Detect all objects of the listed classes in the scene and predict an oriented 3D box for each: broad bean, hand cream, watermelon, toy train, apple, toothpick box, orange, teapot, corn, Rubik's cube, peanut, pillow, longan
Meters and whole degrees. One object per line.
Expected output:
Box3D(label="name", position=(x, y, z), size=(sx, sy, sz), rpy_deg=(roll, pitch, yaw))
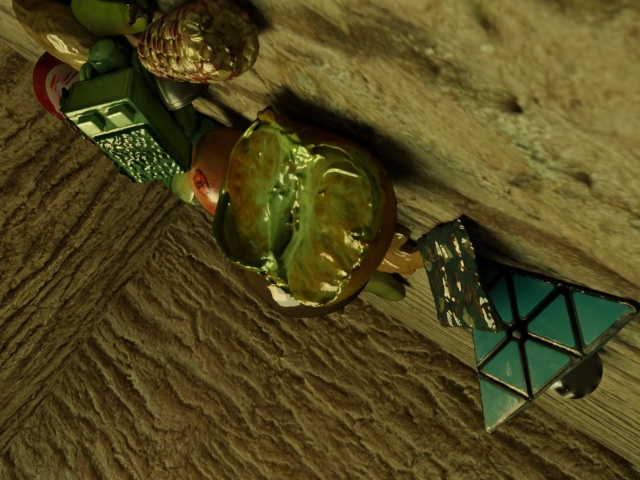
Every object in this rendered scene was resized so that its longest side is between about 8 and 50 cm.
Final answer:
Box3D(label="broad bean", position=(0.174, 0.121, 1.535), size=(0.263, 0.121, 0.189), rpy_deg=(22, 176, -22))
Box3D(label="hand cream", position=(0.469, 0.242, 1.055), size=(0.185, 0.118, 0.358), rpy_deg=(35, 178, -8))
Box3D(label="watermelon", position=(-0.315, -0.220, 1.225), size=(0.261, 0.213, 0.201), rpy_deg=(35, -169, 35))
Box3D(label="toy train", position=(-0.348, -0.241, 0.890), size=(0.159, 0.188, 0.272), rpy_deg=(-9, 151, 11))
Box3D(label="apple", position=(-0.194, -0.144, 1.018), size=(0.164, 0.209, 0.209), rpy_deg=(19, 166, 30))
Box3D(label="toothpick box", position=(-0.517, -0.331, 1.120), size=(0.333, 0.204, 0.204), rpy_deg=(32, 172, 30))
Box3D(label="orange", position=(-0.029, -0.047, 0.743), size=(0.334, 0.263, 0.196), rpy_deg=(21, -177, 26))
Box3D(label="teapot", position=(-0.264, -0.292, 0.821), size=(0.124, 0.092, 0.091), rpy_deg=(18, 148, 45))
Box3D(label="corn", position=(-0.179, -0.259, 0.624), size=(0.098, 0.098, 0.290), rpy_deg=(39, 169, -37))
Box3D(label="Rubik's cube", position=(0.376, 0.158, 0.787), size=(0.228, 0.229, 0.233), rpy_deg=(-8, 110, 19))
Box3D(label="peanut", position=(-0.507, -0.417, 0.932), size=(0.233, 0.110, 0.196), rpy_deg=(31, -177, 21))
Box3D(label="pillow", position=(0.232, 0.067, 0.822), size=(0.255, 0.034, 0.189), rpy_deg=(113, 140, -82))
Box3D(label="broad bean", position=(-0.334, -0.368, 0.753), size=(0.075, 0.067, 0.325), rpy_deg=(-2, -162, -44))
Box3D(label="longan", position=(-0.023, 0.019, 0.974), size=(0.297, 0.297, 0.297), rpy_deg=(33, 172, 5))

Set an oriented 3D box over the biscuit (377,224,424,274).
Box3D(label="biscuit", position=(0.164, 0.030, 1.064), size=(0.144, 0.040, 0.236), rpy_deg=(40, 156, -4))
